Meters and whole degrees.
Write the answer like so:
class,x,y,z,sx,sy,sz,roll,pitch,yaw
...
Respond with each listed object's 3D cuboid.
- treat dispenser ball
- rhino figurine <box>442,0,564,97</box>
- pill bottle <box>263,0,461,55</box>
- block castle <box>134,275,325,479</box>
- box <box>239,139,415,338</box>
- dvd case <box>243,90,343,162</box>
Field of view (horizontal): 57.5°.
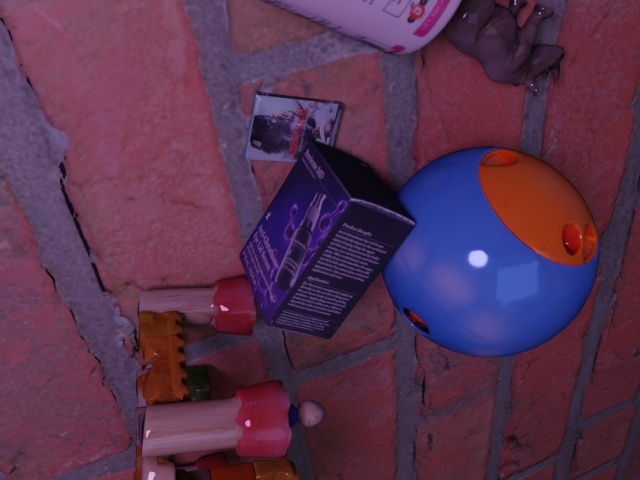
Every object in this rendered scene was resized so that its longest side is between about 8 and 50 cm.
class,x,y,z,sx,sy,sz,roll,pitch,yaw
treat dispenser ball,0.225,0.015,0.803,0.288,0.288,0.288,-12,125,-18
rhino figurine,0.248,-0.267,0.770,0.243,0.073,0.106,24,104,-37
pill bottle,-0.003,-0.303,0.569,0.283,0.160,0.160,11,115,-31
block castle,-0.146,0.305,0.812,0.213,0.303,0.453,1,120,-19
box,0.000,0.000,0.766,0.108,0.153,0.207,18,115,-34
dvd case,-0.035,-0.143,0.753,0.120,0.013,0.087,0,121,-27
